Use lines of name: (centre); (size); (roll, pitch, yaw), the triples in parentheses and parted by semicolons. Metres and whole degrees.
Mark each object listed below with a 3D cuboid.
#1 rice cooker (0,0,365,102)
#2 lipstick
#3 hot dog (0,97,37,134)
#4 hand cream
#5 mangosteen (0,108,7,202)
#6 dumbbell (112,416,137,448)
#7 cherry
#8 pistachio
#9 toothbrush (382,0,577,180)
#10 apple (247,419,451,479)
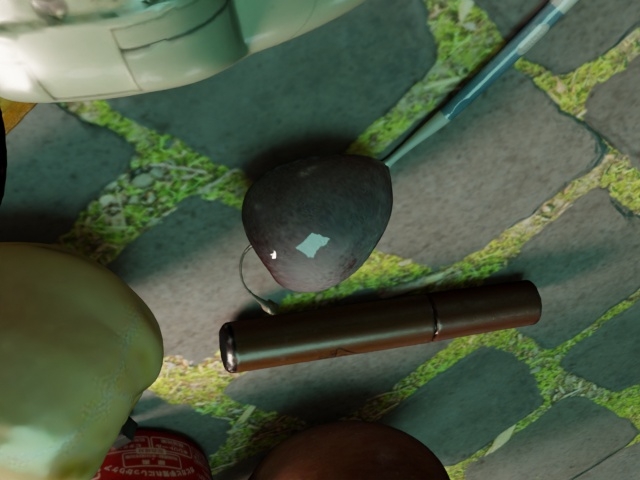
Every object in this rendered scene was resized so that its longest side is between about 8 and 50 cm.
rice cooker: (-0.084, -0.240, 0.362); (0.335, 0.335, 0.325); (-18, 138, -4)
lipstick: (0.069, 0.090, 0.997); (0.357, 0.057, 0.057); (-8, 138, -17)
hot dog: (-0.227, -0.114, 0.654); (0.216, 0.047, 0.066); (-40, 173, 22)
hand cream: (-0.224, 0.335, 1.074); (0.230, 0.149, 0.230); (-10, 139, -9)
mangosteen: (-0.330, -0.029, 0.512); (0.297, 0.293, 0.297); (3, 152, 2)
dumbbell: (-0.233, 0.192, 0.996); (0.040, 0.036, 0.083); (-28, 139, 8)
cherry: (0.004, -0.006, 0.838); (0.148, 0.115, 0.188); (-54, 151, -15)
pistachio: (-0.285, 0.127, 0.768); (0.321, 0.229, 0.237); (-19, 98, 6)
toothbrush: (0.126, -0.123, 0.811); (0.019, 0.025, 0.276); (25, 122, -40)
apple: (0.019, 0.357, 1.106); (0.235, 0.305, 0.305); (12, 130, -24)
